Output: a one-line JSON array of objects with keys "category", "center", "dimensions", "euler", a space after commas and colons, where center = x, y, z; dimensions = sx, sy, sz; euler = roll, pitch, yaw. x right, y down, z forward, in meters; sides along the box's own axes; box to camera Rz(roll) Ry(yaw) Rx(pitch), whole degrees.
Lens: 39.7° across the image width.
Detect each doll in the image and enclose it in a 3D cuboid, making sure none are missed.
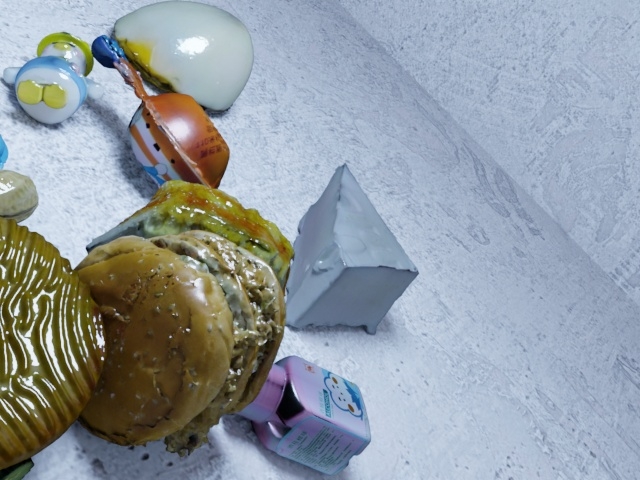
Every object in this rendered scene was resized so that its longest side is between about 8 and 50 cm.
[{"category": "doll", "center": [-0.420, -0.263, 1.410], "dimensions": [0.241, 0.135, 0.098], "euler": [-95, 164, -54]}]

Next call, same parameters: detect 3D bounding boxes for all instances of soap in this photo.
[{"category": "soap", "center": [0.000, 0.000, 1.537], "dimensions": [0.258, 0.159, 0.302], "euler": [5, 43, -50]}]

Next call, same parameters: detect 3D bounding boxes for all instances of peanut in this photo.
[{"category": "peanut", "center": [-0.425, -0.051, 1.085], "dimensions": [0.080, 0.080, 0.174], "euler": [50, 28, 17]}]

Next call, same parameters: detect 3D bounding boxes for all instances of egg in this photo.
[{"category": "egg", "center": [-0.259, -0.398, 1.770], "dimensions": [0.286, 0.174, 0.264], "euler": [28, 25, -22]}]

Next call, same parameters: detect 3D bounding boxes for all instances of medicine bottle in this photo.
[{"category": "medicine bottle", "center": [-0.033, 0.224, 1.188], "dimensions": [0.188, 0.094, 0.119], "euler": [29, 26, -26]}]

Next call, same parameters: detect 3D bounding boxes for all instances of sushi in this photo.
[{"category": "sushi", "center": [-0.170, 0.024, 1.218], "dimensions": [0.274, 0.184, 0.139], "euler": [31, 22, -14]}]

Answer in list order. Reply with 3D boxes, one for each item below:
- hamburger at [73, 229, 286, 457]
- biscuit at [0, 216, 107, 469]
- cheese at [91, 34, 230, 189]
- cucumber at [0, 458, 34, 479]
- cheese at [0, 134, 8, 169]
[{"category": "hamburger", "center": [-0.164, 0.115, 1.024], "dimensions": [0.211, 0.245, 0.260], "euler": [0, 76, -59]}, {"category": "biscuit", "center": [-0.358, 0.077, 0.842], "dimensions": [0.318, 0.040, 0.317], "euler": [23, 40, -21]}, {"category": "cheese", "center": [-0.256, -0.194, 1.445], "dimensions": [0.329, 0.129, 0.217], "euler": [54, 0, 2]}, {"category": "cucumber", "center": [-0.396, 0.129, 0.845], "dimensions": [0.293, 0.067, 0.067], "euler": [43, 25, 4]}, {"category": "cheese", "center": [-0.515, -0.182, 1.211], "dimensions": [0.256, 0.037, 0.106], "euler": [47, 24, 13]}]
